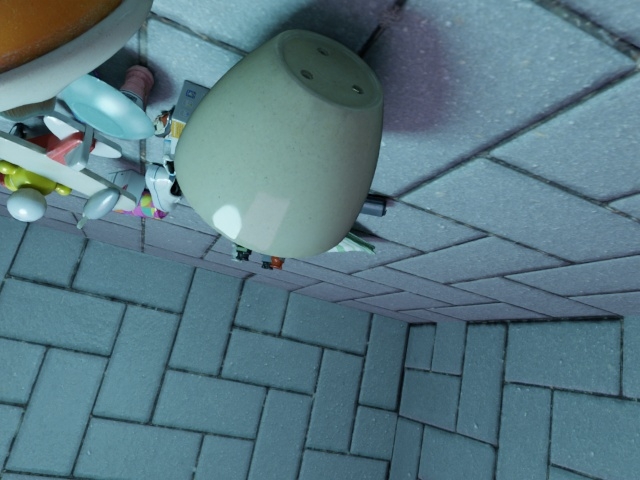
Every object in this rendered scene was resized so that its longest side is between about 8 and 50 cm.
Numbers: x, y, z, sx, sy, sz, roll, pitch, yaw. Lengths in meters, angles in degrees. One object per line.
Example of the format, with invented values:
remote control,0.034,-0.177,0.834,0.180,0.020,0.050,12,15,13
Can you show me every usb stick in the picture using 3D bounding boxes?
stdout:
usb stick,0.047,-0.112,1.240,0.279,0.045,0.077,10,165,7

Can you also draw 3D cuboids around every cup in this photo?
cup,-0.034,-0.173,0.697,0.332,0.330,0.237,18,138,-19

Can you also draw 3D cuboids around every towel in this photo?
towel,0.000,0.000,1.553,0.325,0.038,0.248,2,164,40

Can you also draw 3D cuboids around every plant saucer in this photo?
plant saucer,-0.417,-0.244,0.855,0.195,0.037,0.195,20,162,7

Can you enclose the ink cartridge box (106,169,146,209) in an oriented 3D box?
ink cartridge box,-0.646,-0.163,1.454,0.151,0.109,0.063,0,161,37

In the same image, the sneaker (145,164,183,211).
sneaker,-0.475,-0.148,1.407,0.092,0.094,0.258,17,163,-1

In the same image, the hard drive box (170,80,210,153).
hard drive box,-0.194,-0.222,0.961,0.233,0.089,0.181,16,164,-15

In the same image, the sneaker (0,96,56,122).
sneaker,-0.614,-0.283,0.838,0.121,0.107,0.302,5,-168,-12

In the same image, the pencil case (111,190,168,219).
pencil case,-0.646,-0.137,1.577,0.237,0.104,0.104,6,163,13

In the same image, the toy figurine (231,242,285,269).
toy figurine,-0.240,0.024,1.765,0.213,0.148,0.210,15,170,-17

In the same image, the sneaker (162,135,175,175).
sneaker,-0.378,-0.202,1.175,0.072,0.082,0.190,9,165,4

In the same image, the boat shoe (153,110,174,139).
boat shoe,-0.354,-0.264,1.011,0.043,0.049,0.137,23,166,-26

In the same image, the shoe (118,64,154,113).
shoe,-0.373,-0.281,0.900,0.064,0.081,0.178,22,164,-19

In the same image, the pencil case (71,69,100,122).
pencil case,-0.495,-0.304,0.941,0.070,0.064,0.152,31,160,-15

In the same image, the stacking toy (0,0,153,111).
stacking toy,-0.382,-0.370,0.346,0.351,0.350,0.479,8,146,15

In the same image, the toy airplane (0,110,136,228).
toy airplane,-0.707,-0.177,1.155,0.387,0.272,0.384,14,163,-7
